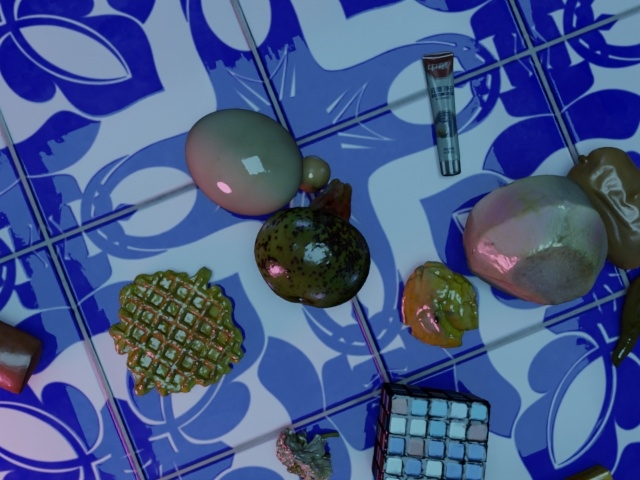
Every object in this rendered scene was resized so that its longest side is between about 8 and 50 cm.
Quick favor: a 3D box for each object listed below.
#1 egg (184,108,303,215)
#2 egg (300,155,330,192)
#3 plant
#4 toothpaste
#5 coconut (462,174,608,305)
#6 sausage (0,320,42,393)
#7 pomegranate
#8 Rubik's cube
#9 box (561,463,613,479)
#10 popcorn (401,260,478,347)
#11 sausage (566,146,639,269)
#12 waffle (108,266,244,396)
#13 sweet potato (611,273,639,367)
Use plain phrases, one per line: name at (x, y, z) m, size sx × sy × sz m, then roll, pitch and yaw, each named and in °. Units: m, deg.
egg at (-0.141, -0.145, 1.669) m, size 0.242 × 0.186 × 0.186 m, roll 33°, pitch 87°, yaw 32°
egg at (-0.017, -0.125, 1.727) m, size 0.071 × 0.083 × 0.071 m, roll 0°, pitch 92°, yaw 3°
plant at (-0.015, 0.385, 1.712) m, size 0.122 × 0.104 × 0.116 m, roll -43°, pitch 113°, yaw -26°
toothpaste at (0.237, -0.242, 1.760) m, size 0.062 × 0.039 × 0.239 m, roll -6°, pitch 86°, yaw 5°
coconut at (0.386, -0.005, 1.662) m, size 0.259 × 0.259 × 0.259 m, roll 0°, pitch 88°, yaw -1°
sausage at (-0.646, 0.183, 1.692) m, size 0.259 × 0.113 × 0.113 m, roll 24°, pitch 88°, yaw -2°
pomegranate at (0.000, 0.000, 1.676) m, size 0.214 × 0.214 × 0.247 m, roll 23°, pitch 71°, yaw -1°
Rubik's cube at (0.196, 0.363, 1.668) m, size 0.182 × 0.187 × 0.184 m, roll 6°, pitch 86°, yaw 0°
box at (0.456, 0.540, 1.729) m, size 0.237 × 0.070 × 0.152 m, roll -22°, pitch 89°, yaw -4°
popcorn at (0.222, 0.122, 1.702) m, size 0.149 × 0.152 × 0.167 m, roll 13°, pitch 113°, yaw 27°
sausage at (0.558, -0.062, 1.720) m, size 0.136 × 0.120 × 0.241 m, roll -30°, pitch 90°, yaw -6°
waffle at (-0.273, 0.169, 1.726) m, size 0.244 × 0.059 × 0.237 m, roll -14°, pitch 88°, yaw -1°
sweet potato at (0.606, 0.123, 1.750) m, size 0.069 × 0.059 × 0.249 m, roll 29°, pitch 92°, yaw -13°
